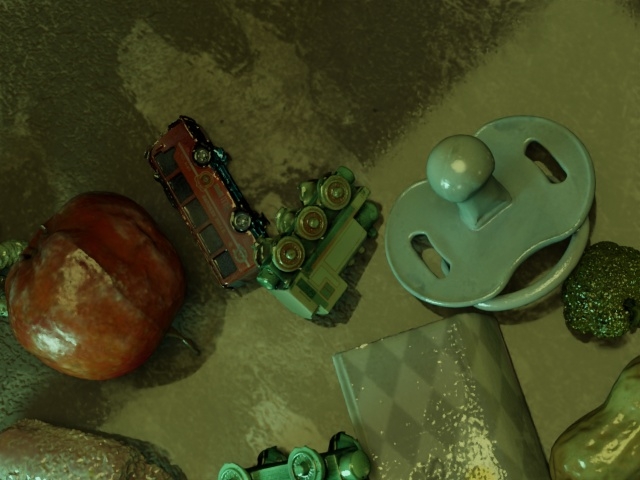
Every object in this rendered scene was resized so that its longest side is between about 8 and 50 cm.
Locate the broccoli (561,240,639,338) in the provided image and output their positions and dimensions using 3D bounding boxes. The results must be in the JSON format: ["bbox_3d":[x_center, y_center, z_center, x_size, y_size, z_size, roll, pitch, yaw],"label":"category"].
[{"bbox_3d":[0.358,0.063,1.776,0.120,0.131,0.130,36,73,-23],"label":"broccoli"}]

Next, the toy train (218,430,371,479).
[{"bbox_3d":[-0.029,0.329,1.776,0.248,0.101,0.159,-18,81,42],"label":"toy train"}]

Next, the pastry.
[{"bbox_3d":[-0.313,0.300,1.865,0.265,0.112,0.103,15,73,12],"label":"pastry"}]

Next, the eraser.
[{"bbox_3d":[0.173,0.296,1.755,0.213,0.082,0.397,-19,69,7],"label":"eraser"}]

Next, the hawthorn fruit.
[{"bbox_3d":[-0.264,0.077,1.854,0.272,0.242,0.242,38,89,-15],"label":"hawthorn fruit"}]

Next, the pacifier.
[{"bbox_3d":[0.198,-0.046,1.760,0.287,0.226,0.238,-38,54,7],"label":"pacifier"}]

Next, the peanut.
[{"bbox_3d":[0.383,0.218,1.739,0.257,0.123,0.123,-37,76,4],"label":"peanut"}]

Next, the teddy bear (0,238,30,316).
[{"bbox_3d":[-0.478,0.072,1.934,0.133,0.111,0.213,23,84,17],"label":"teddy bear"}]

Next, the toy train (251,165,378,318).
[{"bbox_3d":[0.000,0.000,1.851,0.125,0.081,0.194,45,71,-22],"label":"toy train"}]

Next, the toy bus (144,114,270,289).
[{"bbox_3d":[-0.145,-0.052,1.912,0.096,0.073,0.235,-35,77,11],"label":"toy bus"}]
